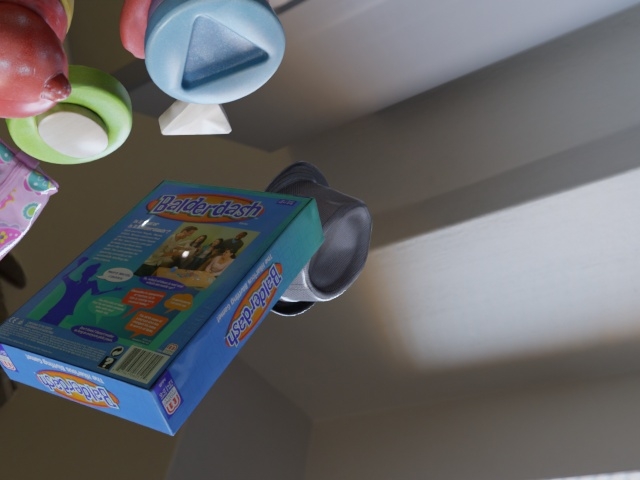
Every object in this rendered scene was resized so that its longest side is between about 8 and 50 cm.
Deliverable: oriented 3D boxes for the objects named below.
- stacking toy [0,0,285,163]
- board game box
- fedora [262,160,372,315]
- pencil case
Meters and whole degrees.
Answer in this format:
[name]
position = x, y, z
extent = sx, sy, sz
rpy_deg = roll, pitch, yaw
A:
[stacking toy]
position = -0.188, -0.142, 0.678
extent = 0.279, 0.309, 0.130
rpy_deg = 105, 150, -57
[board game box]
position = -0.116, 0.034, 0.525
extent = 0.210, 0.160, 0.047
rpy_deg = -52, -41, -41
[fedora]
position = 0.000, 0.000, 1.144
extent = 0.275, 0.124, 0.244
rpy_deg = -47, -50, -40
[pencil case]
position = -0.496, -0.006, 0.958
extent = 0.284, 0.124, 0.124
rpy_deg = -54, -52, -17
